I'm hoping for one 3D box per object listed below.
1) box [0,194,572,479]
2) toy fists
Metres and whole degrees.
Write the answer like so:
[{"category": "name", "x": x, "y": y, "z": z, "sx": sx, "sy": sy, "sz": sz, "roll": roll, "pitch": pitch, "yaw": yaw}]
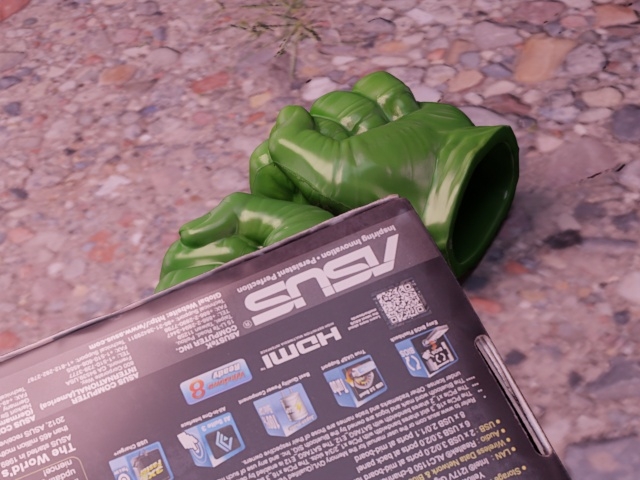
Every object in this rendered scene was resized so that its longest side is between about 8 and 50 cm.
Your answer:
[{"category": "box", "x": -0.078, "y": 0.190, "z": 0.513, "sx": 0.395, "sy": 0.097, "sz": 0.318, "roll": -23, "pitch": 57, "yaw": -10}, {"category": "toy fists", "x": 0.000, "y": 0.000, "z": 0.860, "sx": 0.142, "sy": 0.096, "sz": 0.279, "roll": 13, "pitch": 47, "yaw": 27}]
